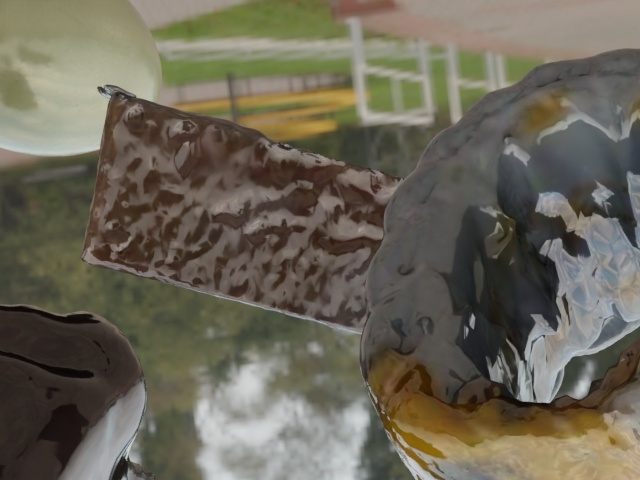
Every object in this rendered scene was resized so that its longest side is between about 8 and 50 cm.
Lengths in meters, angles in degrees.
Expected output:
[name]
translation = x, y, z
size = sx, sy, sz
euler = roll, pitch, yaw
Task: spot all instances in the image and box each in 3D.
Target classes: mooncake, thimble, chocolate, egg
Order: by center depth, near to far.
[thimble]
translation = 0.087, 0.032, 0.445
size = 0.127, 0.118, 0.151
euler = -1, -133, 32
[chocolate]
translation = 0.000, 0.000, 0.934
size = 0.321, 0.112, 0.112
euler = 17, -178, -5
[mooncake]
translation = -0.259, 0.240, 1.072
size = 0.212, 0.381, 0.351
euler = 15, -147, 8
[egg]
translation = -0.258, -0.172, 1.393
size = 0.253, 0.189, 0.188
euler = 20, 164, -38
